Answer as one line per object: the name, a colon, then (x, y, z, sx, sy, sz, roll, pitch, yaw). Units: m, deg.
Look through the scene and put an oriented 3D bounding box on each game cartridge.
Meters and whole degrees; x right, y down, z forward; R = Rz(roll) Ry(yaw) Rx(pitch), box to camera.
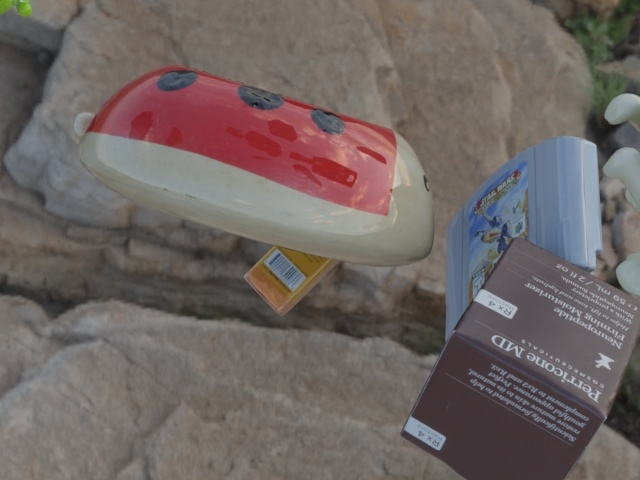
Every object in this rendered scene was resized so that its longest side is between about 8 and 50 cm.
game cartridge: (0.242, 0.000, 1.276, 0.062, 0.297, 0.198, 10, 63, -20)

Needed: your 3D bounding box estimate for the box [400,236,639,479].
box: (0.217, 0.138, 1.073, 0.168, 0.167, 0.203, 29, 39, 12)

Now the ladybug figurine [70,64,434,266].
ladybug figurine: (-0.064, -0.093, 1.201, 0.449, 0.162, 0.305, 15, 8, -18)

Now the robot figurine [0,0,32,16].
robot figurine: (-0.315, -0.269, 1.005, 0.067, 0.101, 0.115, 5, 52, 38)

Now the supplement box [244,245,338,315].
supplement box: (0.000, 0.000, 1.454, 0.233, 0.078, 0.080, -43, 82, -5)

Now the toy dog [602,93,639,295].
toy dog: (0.630, -0.125, 1.582, 0.395, 0.408, 0.285, 11, 51, 25)
